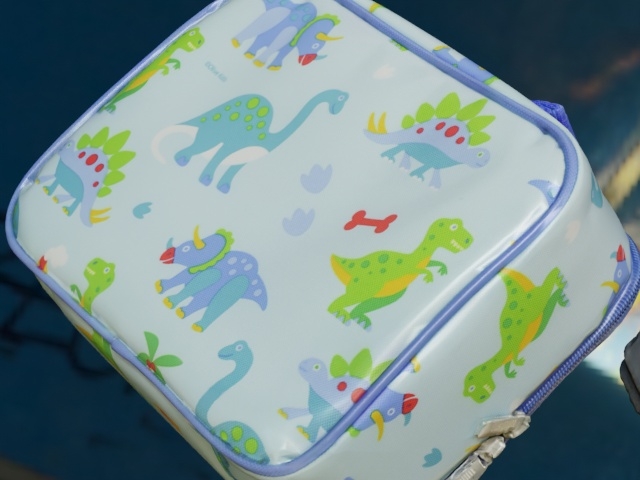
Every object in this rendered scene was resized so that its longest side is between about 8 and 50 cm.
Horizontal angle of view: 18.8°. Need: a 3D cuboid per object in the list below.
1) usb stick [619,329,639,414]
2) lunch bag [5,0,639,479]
[{"bbox_3d":[0.282,0.004,1.170,0.045,0.077,0.278,20,-59,-34],"label":"usb stick"},{"bbox_3d":[0.000,0.000,0.720,0.219,0.176,0.090,37,-11,44],"label":"lunch bag"}]
